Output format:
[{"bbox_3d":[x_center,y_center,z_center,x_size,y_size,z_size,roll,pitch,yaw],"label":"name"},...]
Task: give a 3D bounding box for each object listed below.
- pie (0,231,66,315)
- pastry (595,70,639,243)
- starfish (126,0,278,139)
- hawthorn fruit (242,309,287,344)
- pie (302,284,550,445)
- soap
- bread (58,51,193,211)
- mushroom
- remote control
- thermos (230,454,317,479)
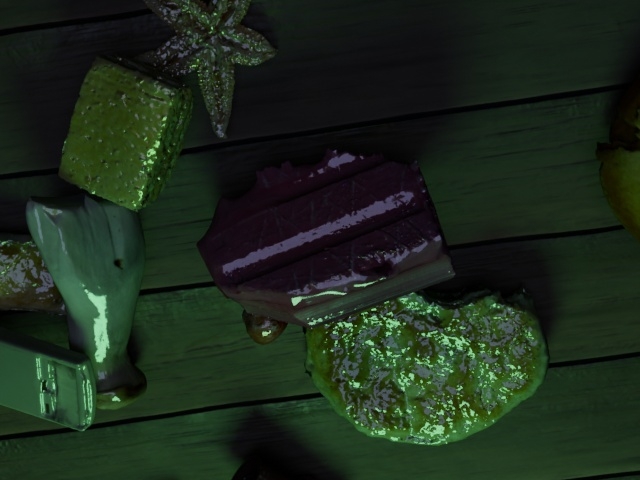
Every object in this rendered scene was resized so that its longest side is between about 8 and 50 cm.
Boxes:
[{"bbox_3d":[-0.486,0.045,1.505,0.282,0.068,0.129,6,107,-5],"label":"pie"},{"bbox_3d":[0.554,-0.116,1.403,0.355,0.164,0.356,1,101,4],"label":"pastry"},{"bbox_3d":[-0.168,-0.295,1.413,0.231,0.048,0.295,12,105,-3],"label":"starfish"},{"bbox_3d":[-0.064,0.108,1.513,0.103,0.067,0.067,-26,105,24],"label":"hawthorn fruit"},{"bbox_3d":[0.146,0.161,1.527,0.371,0.078,0.297,19,105,-3],"label":"pie"},{"bbox_3d":[0.000,0.000,1.411,0.324,0.127,0.220,-19,60,3],"label":"soap"},{"bbox_3d":[-0.257,-0.150,1.411,0.138,0.102,0.196,22,116,3],"label":"bread"},{"bbox_3d":[-0.321,0.083,1.480,0.159,0.122,0.329,-8,110,-18],"label":"mushroom"},{"bbox_3d":[-0.444,0.184,1.500,0.285,0.038,0.124,12,117,21],"label":"remote control"},{"bbox_3d":[-0.028,0.426,1.584,0.232,0.124,0.099,37,107,-17],"label":"thermos"}]
